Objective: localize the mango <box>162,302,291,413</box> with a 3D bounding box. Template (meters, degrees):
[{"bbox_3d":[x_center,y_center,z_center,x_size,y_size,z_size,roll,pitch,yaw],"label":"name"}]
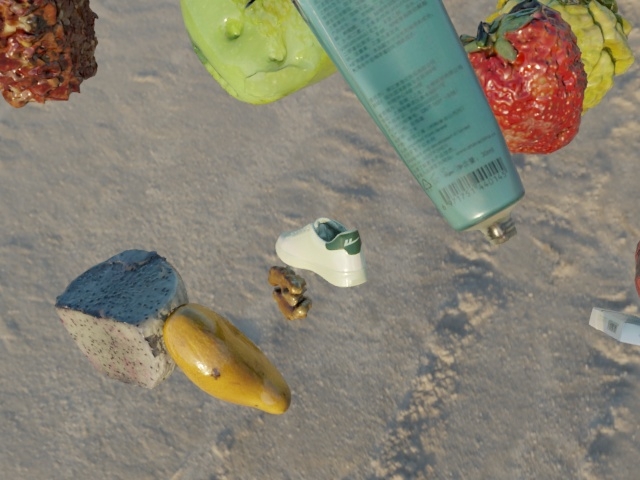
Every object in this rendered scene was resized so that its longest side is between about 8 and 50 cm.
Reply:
[{"bbox_3d":[-0.185,0.238,1.461,0.120,0.295,0.177,-41,19,4],"label":"mango"}]

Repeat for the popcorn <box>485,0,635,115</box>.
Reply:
[{"bbox_3d":[0.392,-0.324,1.238,0.212,0.259,0.259,-14,47,6],"label":"popcorn"}]

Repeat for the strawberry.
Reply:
[{"bbox_3d":[0.195,-0.149,0.727,0.131,0.148,0.131,-27,5,3],"label":"strawberry"}]

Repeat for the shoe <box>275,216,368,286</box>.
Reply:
[{"bbox_3d":[0.000,0.000,1.427,0.095,0.110,0.265,-18,25,-31],"label":"shoe"}]

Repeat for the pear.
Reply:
[{"bbox_3d":[-0.077,-0.370,1.179,0.238,0.318,0.343,-31,82,-37],"label":"pear"}]

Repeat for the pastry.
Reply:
[{"bbox_3d":[-0.262,-0.204,0.676,0.097,0.208,0.115,4,70,-5],"label":"pastry"}]

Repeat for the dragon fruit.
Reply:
[{"bbox_3d":[-0.380,0.167,1.594,0.282,0.221,0.204,9,39,33],"label":"dragon fruit"}]

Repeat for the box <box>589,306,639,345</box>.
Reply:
[{"bbox_3d":[0.535,0.152,1.306,0.083,0.154,0.040,10,94,1],"label":"box"}]

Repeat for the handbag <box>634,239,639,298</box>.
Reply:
[{"bbox_3d":[0.755,0.092,1.596,0.146,0.225,0.135,-12,38,34],"label":"handbag"}]

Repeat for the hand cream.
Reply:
[{"bbox_3d":[0.055,-0.096,0.456,0.083,0.224,0.048,-29,4,19],"label":"hand cream"}]

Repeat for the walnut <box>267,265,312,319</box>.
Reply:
[{"bbox_3d":[-0.072,0.128,1.865,0.069,0.143,0.170,-23,20,-20],"label":"walnut"}]
